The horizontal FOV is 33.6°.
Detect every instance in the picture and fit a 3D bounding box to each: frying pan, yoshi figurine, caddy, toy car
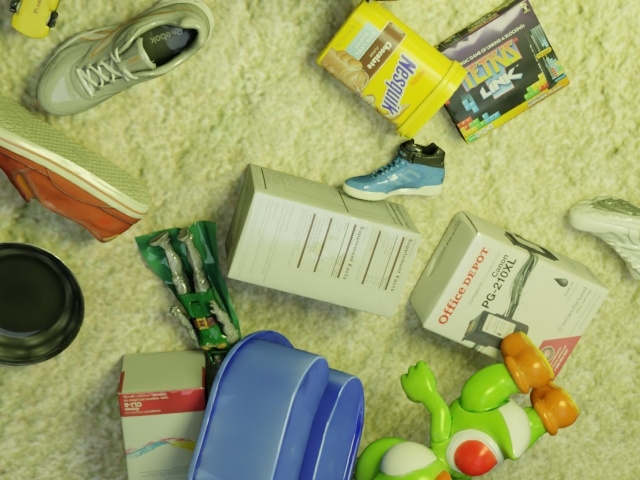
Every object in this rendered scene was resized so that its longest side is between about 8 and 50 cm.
[{"bbox_3d":[-0.503,0.098,1.532,0.326,0.053,0.197,-8,112,-2],"label":"frying pan"},{"bbox_3d":[0.183,0.293,1.560,0.362,0.203,0.203,-36,155,-5],"label":"yoshi figurine"},{"bbox_3d":[-0.077,0.301,1.533,0.241,0.179,0.341,38,62,-53],"label":"caddy"},{"bbox_3d":[-0.345,-0.407,1.352,0.239,0.053,0.225,-35,111,6],"label":"toy car"}]

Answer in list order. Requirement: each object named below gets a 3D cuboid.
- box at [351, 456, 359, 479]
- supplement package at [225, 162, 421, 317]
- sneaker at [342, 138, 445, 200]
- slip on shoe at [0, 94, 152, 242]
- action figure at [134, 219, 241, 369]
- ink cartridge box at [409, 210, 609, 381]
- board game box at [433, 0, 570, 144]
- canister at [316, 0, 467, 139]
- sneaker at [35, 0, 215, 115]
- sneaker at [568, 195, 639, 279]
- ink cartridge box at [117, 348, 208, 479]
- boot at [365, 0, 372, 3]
[{"bbox_3d":[0.040,0.535,1.670,0.076,0.242,0.308,3,110,-8],"label":"box"},{"bbox_3d":[0.000,0.000,1.508,0.244,0.139,0.134,15,108,-12],"label":"supplement package"},{"bbox_3d":[0.107,-0.107,1.522,0.152,0.058,0.085,-2,117,-11],"label":"sneaker"},{"bbox_3d":[-0.390,-0.103,1.436,0.331,0.123,0.101,33,108,-23],"label":"slip on shoe"},{"bbox_3d":[-0.176,0.091,1.554,0.137,0.063,0.232,-8,115,27],"label":"action figure"},{"bbox_3d":[0.280,0.084,1.597,0.237,0.100,0.172,23,107,-15],"label":"ink cartridge box"},{"bbox_3d":[0.244,-0.240,1.494,0.170,0.048,0.141,-32,113,6],"label":"board game box"},{"bbox_3d":[0.093,-0.234,1.434,0.170,0.073,0.126,38,129,-6],"label":"canister"},{"bbox_3d":[-0.262,-0.239,1.391,0.262,0.121,0.099,-29,111,5],"label":"sneaker"},{"bbox_3d":[0.476,0.006,1.600,0.232,0.090,0.115,12,113,-10],"label":"sneaker"},{"bbox_3d":[-0.230,0.271,1.592,0.127,0.128,0.176,-4,111,-5],"label":"ink cartridge box"},{"bbox_3d":[-0.006,-0.350,1.325,0.283,0.220,0.109,12,110,-11],"label":"boot"}]
